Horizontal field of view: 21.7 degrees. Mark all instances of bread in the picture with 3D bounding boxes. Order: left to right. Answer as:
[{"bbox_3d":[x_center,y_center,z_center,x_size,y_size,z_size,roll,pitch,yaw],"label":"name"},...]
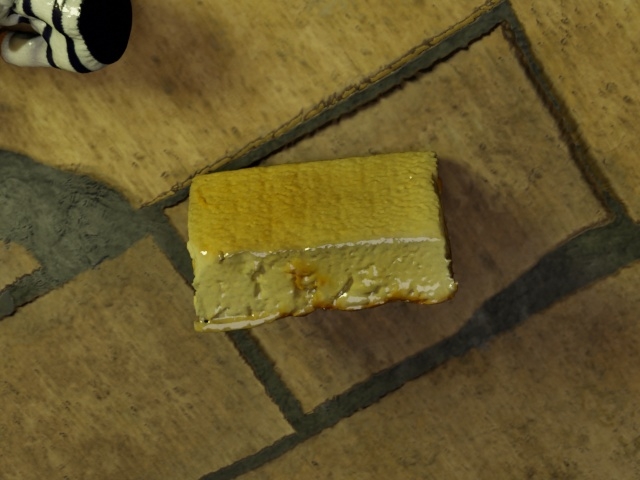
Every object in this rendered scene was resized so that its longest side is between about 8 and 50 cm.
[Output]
[{"bbox_3d":[0.000,0.000,1.765,0.275,0.185,0.114,-8,124,4],"label":"bread"}]

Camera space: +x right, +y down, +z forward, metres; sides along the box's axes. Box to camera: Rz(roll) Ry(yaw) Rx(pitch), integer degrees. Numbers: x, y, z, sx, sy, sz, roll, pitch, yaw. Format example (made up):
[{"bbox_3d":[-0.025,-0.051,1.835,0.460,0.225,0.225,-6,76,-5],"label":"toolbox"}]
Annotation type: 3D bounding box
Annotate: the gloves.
[{"bbox_3d":[-0.303,-0.230,1.667,0.219,0.140,0.131,17,102,25],"label":"gloves"}]
